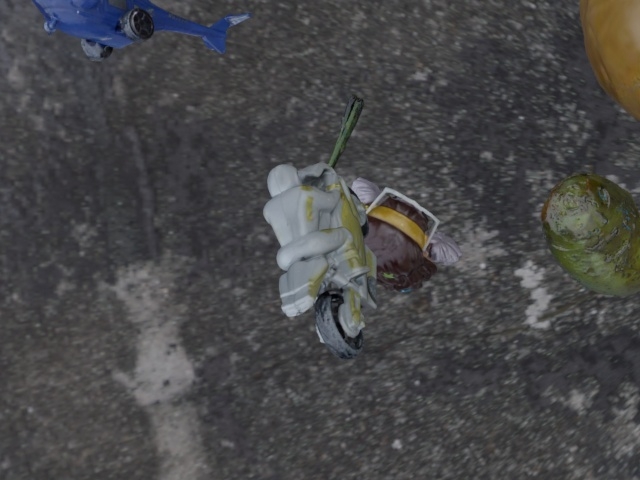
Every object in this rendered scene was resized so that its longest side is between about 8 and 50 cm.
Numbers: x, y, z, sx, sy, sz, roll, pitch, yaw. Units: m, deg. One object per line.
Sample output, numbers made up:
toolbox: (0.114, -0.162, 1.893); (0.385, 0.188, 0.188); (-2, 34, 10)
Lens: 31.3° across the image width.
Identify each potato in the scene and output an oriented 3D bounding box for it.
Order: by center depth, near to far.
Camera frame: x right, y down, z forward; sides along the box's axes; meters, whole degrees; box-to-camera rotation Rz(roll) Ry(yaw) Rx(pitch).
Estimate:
potato: (0.341, 0.005, 1.364); (0.119, 0.198, 0.054); (-33, 32, -3)

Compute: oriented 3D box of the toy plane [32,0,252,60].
toy plane: (-0.117, -0.149, 0.743); (0.054, 0.167, 0.062); (-12, 78, 43)

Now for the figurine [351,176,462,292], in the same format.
figurine: (0.089, 0.004, 1.497); (0.174, 0.240, 0.116); (36, 89, 4)

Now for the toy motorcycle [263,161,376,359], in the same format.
toy motorcycle: (0.000, 0.000, 1.036); (0.074, 0.229, 0.151); (-24, 122, 24)

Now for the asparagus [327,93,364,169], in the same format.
asparagus: (0.016, -0.110, 1.683); (0.022, 0.023, 0.233); (45, 127, 35)

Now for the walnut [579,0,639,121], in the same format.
walnut: (0.219, -0.109, 0.476); (0.221, 0.195, 0.195); (-31, 78, 45)
